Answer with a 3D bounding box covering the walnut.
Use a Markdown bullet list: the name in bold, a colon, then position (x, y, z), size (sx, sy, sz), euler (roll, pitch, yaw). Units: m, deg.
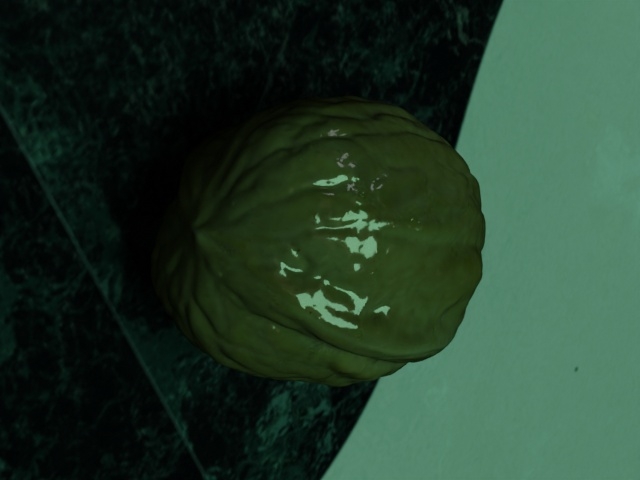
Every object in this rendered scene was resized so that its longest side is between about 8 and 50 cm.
- **walnut**: position (0.000, 0.000, 1.257), size (0.261, 0.225, 0.225), euler (8, 102, -49)
